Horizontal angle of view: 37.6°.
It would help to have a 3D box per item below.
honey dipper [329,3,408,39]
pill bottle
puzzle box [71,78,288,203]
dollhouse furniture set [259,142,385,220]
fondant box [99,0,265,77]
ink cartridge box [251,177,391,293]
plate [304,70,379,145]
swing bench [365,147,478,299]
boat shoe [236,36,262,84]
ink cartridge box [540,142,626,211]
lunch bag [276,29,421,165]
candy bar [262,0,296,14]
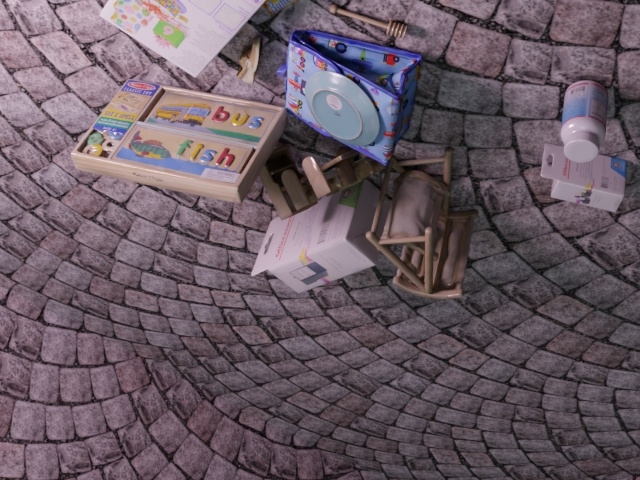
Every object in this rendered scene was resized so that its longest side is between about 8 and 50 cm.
[{"bbox_3d":[0.094,-0.437,1.871,0.160,0.030,0.030,17,145,2],"label":"honey dipper"},{"bbox_3d":[0.523,-0.234,1.865,0.087,0.160,0.087,11,145,8],"label":"pill bottle"},{"bbox_3d":[-0.305,-0.227,2.070,0.409,0.272,0.052,12,140,17],"label":"puzzle box"},{"bbox_3d":[-0.020,-0.171,2.151,0.242,0.212,0.161,-27,90,43],"label":"dollhouse furniture set"},{"bbox_3d":[-0.260,-0.498,1.870,0.238,0.096,0.330,31,142,-21],"label":"fondant box"},{"bbox_3d":[0.000,0.000,2.357,0.119,0.207,0.353,39,140,-28],"label":"ink cartridge box"},{"bbox_3d":[0.039,-0.266,1.943,0.188,0.024,0.188,30,148,21],"label":"plate"},{"bbox_3d":[0.242,-0.034,2.175,0.165,0.253,0.255,-3,140,26],"label":"swing bench"},{"bbox_3d":[-0.155,-0.387,2.019,0.045,0.050,0.135,14,146,-6],"label":"boat shoe"},{"bbox_3d":[0.562,-0.138,2.033,0.181,0.104,0.061,14,145,4],"label":"ink cartridge box"},{"bbox_3d":[0.046,-0.323,1.990,0.293,0.138,0.221,23,148,12],"label":"lunch bag"},{"bbox_3d":[-0.049,-0.489,1.865,0.161,0.018,0.040,-15,135,35],"label":"candy bar"}]
